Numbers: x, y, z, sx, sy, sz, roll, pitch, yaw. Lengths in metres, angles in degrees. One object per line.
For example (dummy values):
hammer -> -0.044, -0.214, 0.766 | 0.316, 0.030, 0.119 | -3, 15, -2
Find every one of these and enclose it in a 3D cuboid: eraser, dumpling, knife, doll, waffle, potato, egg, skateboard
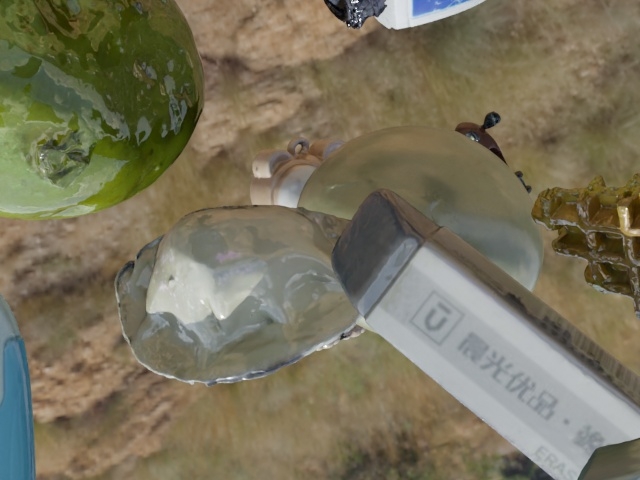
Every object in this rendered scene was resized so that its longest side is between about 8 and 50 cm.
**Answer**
eraser -> 0.152, 0.096, 0.735 | 0.089, 0.352, 0.061 | -56, 170, 25
dumpling -> -0.061, 0.046, 0.856 | 0.247, 0.172, 0.142 | -13, 140, 7
knife -> -0.179, 0.127, 0.517 | 0.064, 0.221, 0.031 | -3, 179, -20
doll -> -0.002, 0.001, 1.305 | 0.154, 0.278, 0.119 | -28, -159, -29
waffle -> 0.251, -0.007, 0.688 | 0.046, 0.160, 0.192 | -45, -178, -38
potato -> -0.181, -0.106, 0.679 | 0.149, 0.186, 0.253 | -4, 175, 25
egg -> 0.096, -0.007, 1.021 | 0.269, 0.219, 0.219 | 11, 170, 33
skateboard -> 0.226, -0.093, 1.375 | 0.080, 0.151, 0.067 | -15, -161, 47

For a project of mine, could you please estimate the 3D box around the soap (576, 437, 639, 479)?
soap -> 0.231, 0.220, 0.455 | 0.173, 0.289, 0.095 | -24, 175, 26

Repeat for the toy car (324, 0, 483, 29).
toy car -> 0.067, -0.154, 0.442 | 0.171, 0.070, 0.080 | -41, 158, -16
